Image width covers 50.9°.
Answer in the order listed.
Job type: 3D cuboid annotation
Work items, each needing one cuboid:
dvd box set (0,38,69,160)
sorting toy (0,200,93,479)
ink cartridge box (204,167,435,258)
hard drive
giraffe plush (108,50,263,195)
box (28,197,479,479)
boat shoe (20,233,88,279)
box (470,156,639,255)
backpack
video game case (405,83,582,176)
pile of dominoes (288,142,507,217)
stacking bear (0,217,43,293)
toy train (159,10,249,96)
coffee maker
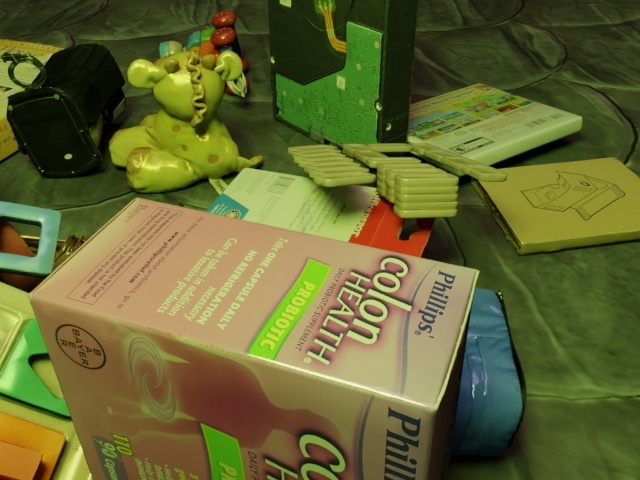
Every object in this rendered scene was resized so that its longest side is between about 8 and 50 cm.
[{"bbox_3d":[-0.559,-0.199,1.020,0.307,0.062,0.420,13,39,19],"label":"dvd box set"},{"bbox_3d":[-0.245,0.115,0.487,0.195,0.047,0.348,23,55,-15],"label":"sorting toy"},{"bbox_3d":[0.000,0.000,0.713,0.230,0.078,0.134,11,37,16],"label":"ink cartridge box"},{"bbox_3d":[0.023,-0.286,0.886,0.064,0.339,0.236,-26,42,-33],"label":"hard drive"},{"bbox_3d":[-0.177,-0.165,0.867,0.210,0.171,0.181,27,44,33],"label":"giraffe plush"},{"bbox_3d":[-0.035,0.109,0.451,0.242,0.214,0.117,12,38,16],"label":"box"},{"bbox_3d":[-0.253,0.028,0.699,0.177,0.060,0.064,5,37,8],"label":"boat shoe"},{"bbox_3d":[0.305,-0.048,0.818,0.201,0.021,0.164,-7,36,-7],"label":"box"},{"bbox_3d":[0.106,0.113,0.544,0.101,0.098,0.120,-3,45,-5],"label":"backpack"},{"bbox_3d":[0.215,-0.165,0.962,0.226,0.026,0.206,-22,35,-24],"label":"video game case"},{"bbox_3d":[0.070,-0.072,0.748,0.195,0.040,0.251,-2,16,-11],"label":"pile of dominoes"},{"bbox_3d":[-0.395,0.084,0.556,0.164,0.175,0.289,27,52,16],"label":"stacking bear"},{"bbox_3d":[-0.195,-0.276,1.088,0.143,0.105,0.248,-13,36,2],"label":"toy train"},{"bbox_3d":[-0.341,-0.202,0.922,0.120,0.171,0.178,7,37,-6],"label":"coffee maker"}]
